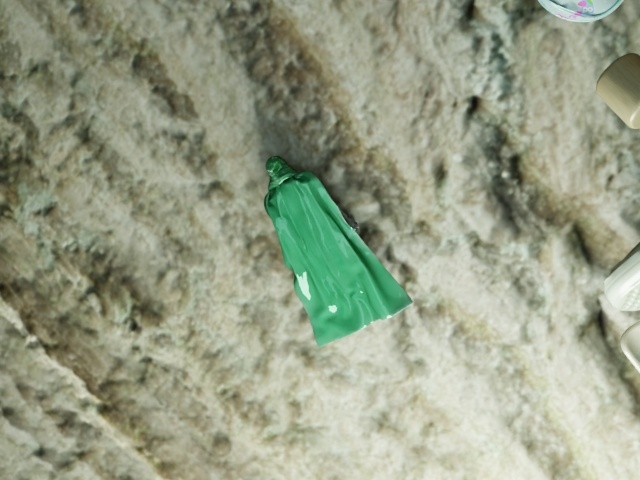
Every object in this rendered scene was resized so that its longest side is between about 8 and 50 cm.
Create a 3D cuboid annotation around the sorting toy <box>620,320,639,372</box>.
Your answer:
[{"bbox_3d":[0.476,0.129,1.680,0.208,0.038,0.193,-35,108,17],"label":"sorting toy"}]

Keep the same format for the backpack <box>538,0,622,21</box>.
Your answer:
[{"bbox_3d":[0.293,-0.329,1.601,0.152,0.115,0.182,23,110,4],"label":"backpack"}]

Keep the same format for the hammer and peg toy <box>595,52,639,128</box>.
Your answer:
[{"bbox_3d":[0.422,-0.282,1.521,0.127,0.266,0.361,48,111,22],"label":"hammer and peg toy"}]

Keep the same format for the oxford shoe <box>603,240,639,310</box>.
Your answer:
[{"bbox_3d":[0.472,-0.092,1.606,0.449,0.169,0.130,-48,61,23],"label":"oxford shoe"}]

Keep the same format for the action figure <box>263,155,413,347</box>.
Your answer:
[{"bbox_3d":[0.000,0.000,1.772,0.137,0.063,0.232,-27,99,19],"label":"action figure"}]
